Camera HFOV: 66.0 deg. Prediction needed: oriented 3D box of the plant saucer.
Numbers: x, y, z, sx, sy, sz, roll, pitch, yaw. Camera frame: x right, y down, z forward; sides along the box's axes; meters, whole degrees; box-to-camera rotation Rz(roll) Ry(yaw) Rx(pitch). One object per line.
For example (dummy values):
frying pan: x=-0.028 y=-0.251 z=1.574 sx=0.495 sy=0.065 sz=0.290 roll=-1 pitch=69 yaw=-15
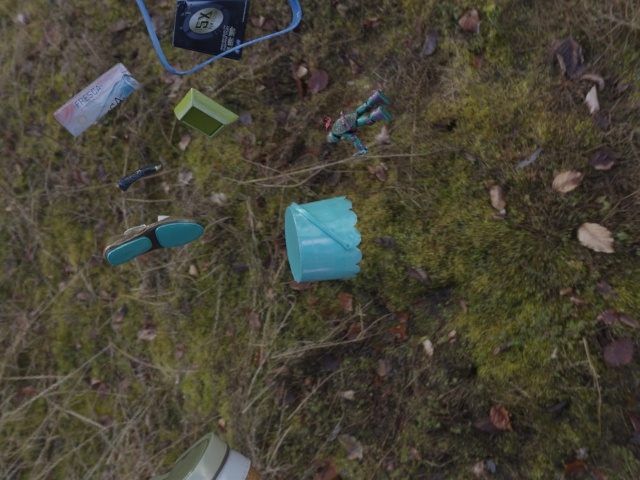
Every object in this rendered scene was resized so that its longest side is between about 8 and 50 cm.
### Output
plant saucer: x=-0.415 y=-0.437 z=1.762 sx=0.188 sy=0.188 sz=0.045 roll=-20 pitch=48 yaw=52

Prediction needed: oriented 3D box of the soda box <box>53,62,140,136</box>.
soda box: x=-0.487 y=-0.307 z=1.075 sx=0.183 sy=0.063 sz=0.058 roll=-42 pitch=33 yaw=-8

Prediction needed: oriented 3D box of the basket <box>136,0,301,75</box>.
basket: x=-0.178 y=-0.433 z=0.756 sx=0.201 sy=0.255 sz=0.288 roll=17 pitch=134 yaw=59

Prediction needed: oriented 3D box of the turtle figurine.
turtle figurine: x=0.103 y=-0.345 z=1.490 sx=0.234 sy=0.118 sz=0.175 roll=-31 pitch=63 yaw=36

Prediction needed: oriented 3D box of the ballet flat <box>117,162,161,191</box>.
ballet flat: x=-0.673 y=-0.241 z=1.843 sx=0.173 sy=0.057 sz=0.049 roll=-27 pitch=117 yaw=-3

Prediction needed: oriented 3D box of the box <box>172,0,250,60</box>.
box: x=-0.231 y=-0.495 z=1.052 sx=0.148 sy=0.077 sz=0.180 roll=7 pitch=117 yaw=-18

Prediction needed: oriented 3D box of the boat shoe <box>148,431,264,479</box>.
boat shoe: x=-0.174 y=0.342 z=0.592 sx=0.103 sy=0.113 sz=0.302 roll=41 pitch=125 yaw=-8

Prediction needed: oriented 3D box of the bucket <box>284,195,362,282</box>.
bucket: x=0.000 y=0.000 z=1.531 sx=0.183 sy=0.281 sz=0.280 roll=-8 pitch=87 yaw=-13

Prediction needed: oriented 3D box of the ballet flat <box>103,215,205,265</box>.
ballet flat: x=-0.579 y=-0.020 z=1.704 sx=0.343 sy=0.116 sz=0.124 roll=-23 pitch=44 yaw=-15
